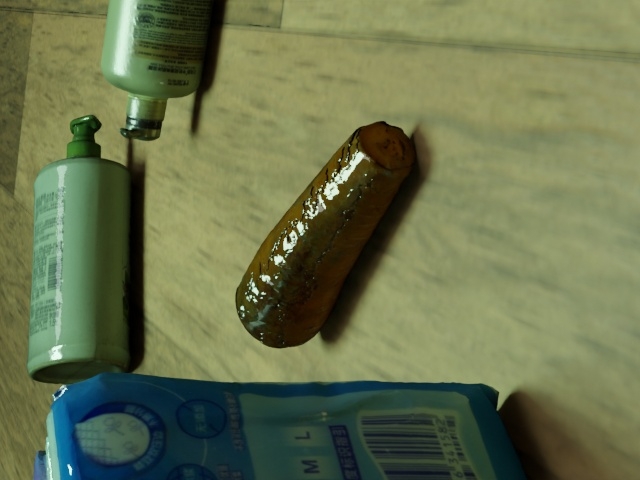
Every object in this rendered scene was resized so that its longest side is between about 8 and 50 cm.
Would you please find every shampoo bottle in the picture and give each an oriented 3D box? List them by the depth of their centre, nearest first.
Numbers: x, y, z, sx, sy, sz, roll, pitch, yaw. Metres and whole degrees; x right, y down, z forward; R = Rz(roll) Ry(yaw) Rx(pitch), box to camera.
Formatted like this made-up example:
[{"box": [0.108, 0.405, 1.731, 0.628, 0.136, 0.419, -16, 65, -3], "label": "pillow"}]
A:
[{"box": [-0.125, -0.156, 1.056, 0.079, 0.079, 0.162, -140, 58, -64], "label": "shampoo bottle"}, {"box": [-0.212, 0.004, 1.228, 0.118, 0.087, 0.234, 145, 127, -62], "label": "shampoo bottle"}]

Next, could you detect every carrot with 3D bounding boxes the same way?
[{"box": [0.000, 0.000, 0.750, 0.161, 0.055, 0.055, 121, 146, -45], "label": "carrot"}]

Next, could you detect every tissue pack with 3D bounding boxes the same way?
[{"box": [-0.002, 0.189, 0.516, 0.263, 0.198, 0.146, -106, 27, -43], "label": "tissue pack"}]
